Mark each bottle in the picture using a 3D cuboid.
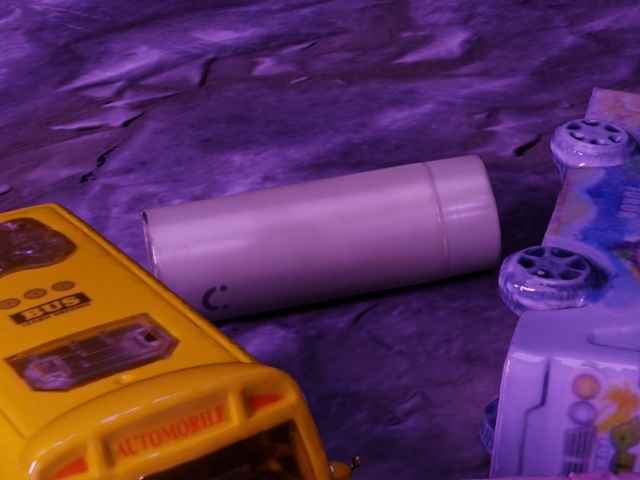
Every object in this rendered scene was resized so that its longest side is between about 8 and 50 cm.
[{"bbox_3d":[0.000,0.000,0.998,0.201,0.072,0.072,-10,24,-7],"label":"bottle"}]

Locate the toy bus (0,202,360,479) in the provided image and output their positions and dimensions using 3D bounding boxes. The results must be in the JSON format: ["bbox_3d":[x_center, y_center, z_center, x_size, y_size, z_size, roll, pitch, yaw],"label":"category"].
[{"bbox_3d":[-0.087,0.099,0.707,0.144,0.152,0.330,-17,26,-24],"label":"toy bus"}]

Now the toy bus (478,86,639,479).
[{"bbox_3d":[0.164,0.029,0.863,0.136,0.109,0.330,10,28,11],"label":"toy bus"}]

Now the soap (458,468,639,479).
[{"bbox_3d":[0.130,0.183,0.466,0.193,0.109,0.324,1,21,-25],"label":"soap"}]
